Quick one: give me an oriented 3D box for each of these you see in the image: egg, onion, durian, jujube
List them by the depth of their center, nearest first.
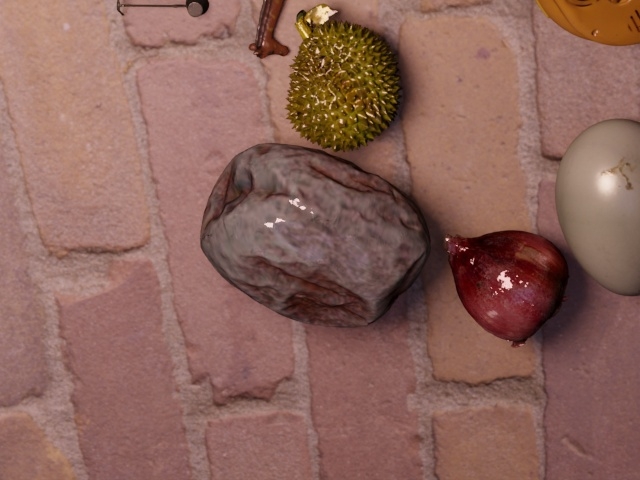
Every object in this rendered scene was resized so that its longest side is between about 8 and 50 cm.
[{"bbox_3d":[0.035,-0.211,1.951,0.159,0.146,0.198,4,123,-8],"label":"durian"},{"bbox_3d":[0.003,-0.008,1.988,0.308,0.215,0.246,26,141,-22],"label":"jujube"},{"bbox_3d":[0.421,-0.043,2.007,0.182,0.183,0.264,-13,116,4],"label":"egg"},{"bbox_3d":[0.255,0.048,2.058,0.195,0.159,0.159,33,107,-3],"label":"onion"}]

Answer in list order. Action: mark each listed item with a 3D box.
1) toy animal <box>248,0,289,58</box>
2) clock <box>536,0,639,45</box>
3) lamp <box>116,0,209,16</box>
[{"bbox_3d":[-0.049,-0.377,1.935,0.229,0.066,0.224,-41,126,3],"label":"toy animal"},{"bbox_3d":[0.363,-0.398,1.877,0.244,0.200,0.317,-30,117,13],"label":"clock"},{"bbox_3d":[-0.212,-0.318,1.954,0.121,0.054,0.041,4,111,-3],"label":"lamp"}]
